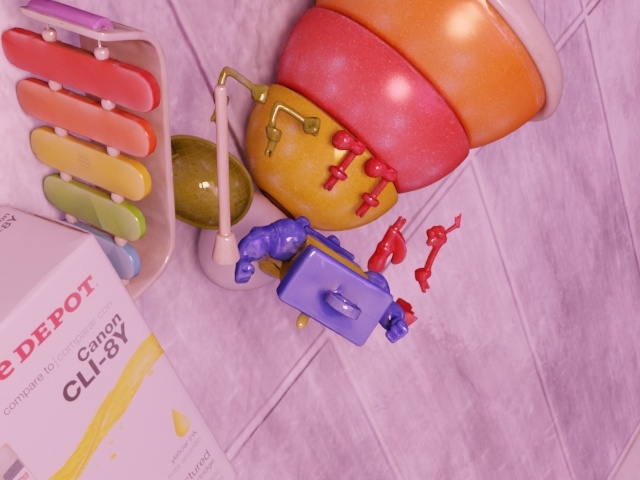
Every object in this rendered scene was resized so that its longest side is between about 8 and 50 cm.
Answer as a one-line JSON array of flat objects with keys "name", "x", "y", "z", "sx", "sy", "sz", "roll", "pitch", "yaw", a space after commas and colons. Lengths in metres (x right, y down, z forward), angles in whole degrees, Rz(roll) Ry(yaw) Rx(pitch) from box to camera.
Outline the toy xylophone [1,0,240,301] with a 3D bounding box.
[{"name": "toy xylophone", "x": -0.194, "y": -0.084, "z": 1.108, "sx": 0.081, "sy": 0.236, "sz": 0.323, "roll": -35, "pitch": 129, "yaw": -43}]

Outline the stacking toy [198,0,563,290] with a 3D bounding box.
[{"name": "stacking toy", "x": 0.023, "y": -0.134, "z": 1.367, "sx": 0.480, "sy": 0.350, "sz": 0.350, "roll": -46, "pitch": 135, "yaw": -5}]

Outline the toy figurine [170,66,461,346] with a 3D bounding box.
[{"name": "toy figurine", "x": 0.000, "y": 0.000, "z": 1.171, "sx": 0.362, "sy": 0.217, "sz": 0.191, "roll": 34, "pitch": 104, "yaw": -20}]

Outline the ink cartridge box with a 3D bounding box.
[{"name": "ink cartridge box", "x": -0.284, "y": 0.201, "z": 1.132, "sx": 0.279, "sy": 0.160, "sz": 0.385, "roll": -49, "pitch": 134, "yaw": -30}]
